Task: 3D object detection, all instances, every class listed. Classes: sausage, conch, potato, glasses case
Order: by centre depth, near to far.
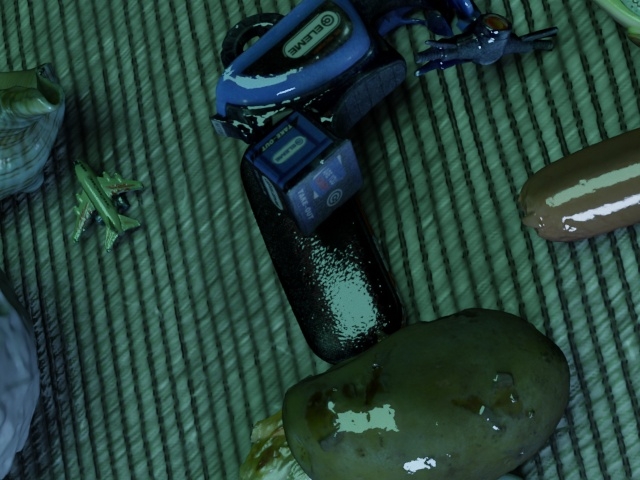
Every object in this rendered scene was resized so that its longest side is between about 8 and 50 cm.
[{"bbox_3d":[0.097,0.151,1.224,0.262,0.165,0.165,-13,72,4],"label":"potato"},{"bbox_3d":[0.318,-0.068,1.235,0.289,0.086,0.086,-18,71,18],"label":"sausage"},{"bbox_3d":[0.000,0.000,1.364,0.103,0.067,0.266,-28,67,14],"label":"glasses case"},{"bbox_3d":[-0.361,-0.112,1.495,0.386,0.169,0.203,7,43,41],"label":"conch"}]

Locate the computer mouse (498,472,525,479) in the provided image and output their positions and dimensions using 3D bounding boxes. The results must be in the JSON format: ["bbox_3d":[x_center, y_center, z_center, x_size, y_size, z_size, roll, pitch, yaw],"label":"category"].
[{"bbox_3d":[0.169,0.266,1.247,0.056,0.032,0.110,1,86,25],"label":"computer mouse"}]

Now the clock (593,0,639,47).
[{"bbox_3d":[0.347,-0.246,1.276,0.170,0.069,0.232,-38,67,10],"label":"clock"}]

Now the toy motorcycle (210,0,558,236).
[{"bbox_3d":[0.056,-0.183,1.336,0.358,0.125,0.212,-42,60,-12],"label":"toy motorcycle"}]

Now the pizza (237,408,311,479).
[{"bbox_3d":[-0.029,0.269,1.330,0.262,0.034,0.181,-48,65,7],"label":"pizza"}]

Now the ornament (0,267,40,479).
[{"bbox_3d":[-0.442,0.133,1.383,0.337,0.337,0.337,-6,75,22],"label":"ornament"}]

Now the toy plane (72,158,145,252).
[{"bbox_3d":[-0.240,-0.044,1.494,0.102,0.040,0.111,-36,65,10],"label":"toy plane"}]
